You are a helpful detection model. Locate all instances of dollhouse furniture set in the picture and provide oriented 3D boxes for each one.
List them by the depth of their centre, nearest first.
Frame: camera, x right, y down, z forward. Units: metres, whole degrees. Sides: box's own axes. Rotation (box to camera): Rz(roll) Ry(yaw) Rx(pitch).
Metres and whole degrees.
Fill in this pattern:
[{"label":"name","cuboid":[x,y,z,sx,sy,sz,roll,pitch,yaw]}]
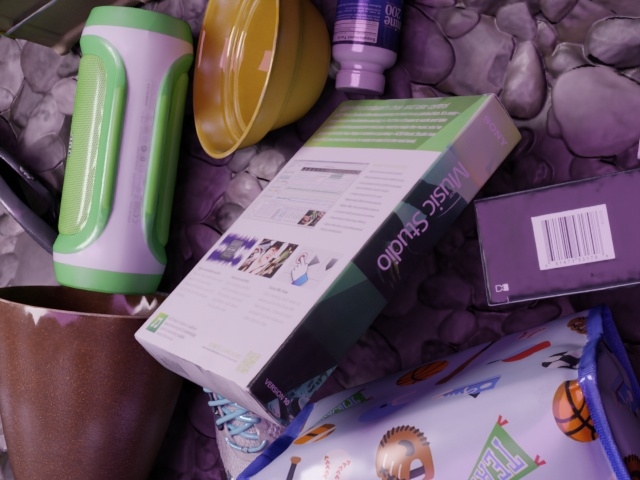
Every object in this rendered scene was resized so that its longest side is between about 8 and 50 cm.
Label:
[{"label":"dollhouse furniture set","cuboid":[-0.250,-0.344,1.086,0.301,0.197,0.151,-25,78,22]}]

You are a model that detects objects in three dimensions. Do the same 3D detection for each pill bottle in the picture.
[{"label":"pill bottle","cuboid":[0.046,-0.209,1.010,0.067,0.067,0.120,7,91,25]}]

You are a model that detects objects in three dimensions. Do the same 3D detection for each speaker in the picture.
[{"label":"speaker","cuboid":[-0.213,-0.094,1.096,0.131,0.131,0.297,8,91,25]}]

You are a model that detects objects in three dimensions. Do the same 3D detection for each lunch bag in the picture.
[{"label":"lunch bag","cuboid":[0.159,0.299,0.848,0.327,0.239,0.386,-21,95,22]}]

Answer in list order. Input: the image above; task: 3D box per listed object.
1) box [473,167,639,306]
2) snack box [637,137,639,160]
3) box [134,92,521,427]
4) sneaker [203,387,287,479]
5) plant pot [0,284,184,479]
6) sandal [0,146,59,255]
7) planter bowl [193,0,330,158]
[{"label":"box","cuboid":[0.230,-0.002,0.862,0.155,0.158,0.093,-10,84,24]},{"label":"snack box","cuboid":[0.328,-0.156,0.898,0.064,0.022,0.178,9,91,23]},{"label":"box","cuboid":[0.000,0.000,0.887,0.322,0.058,0.232,-50,27,-16]},{"label":"sneaker","cuboid":[-0.087,0.140,1.025,0.110,0.122,0.283,-8,84,26]},{"label":"plant pot","cuboid":[-0.243,0.175,1.052,0.215,0.215,0.231,8,93,25]},{"label":"sandal","cuboid":[-0.369,-0.081,1.193,0.054,0.097,0.254,-38,71,-9]},{"label":"planter bowl","cuboid":[-0.050,-0.184,1.022,0.217,0.090,0.217,-25,61,58]}]
